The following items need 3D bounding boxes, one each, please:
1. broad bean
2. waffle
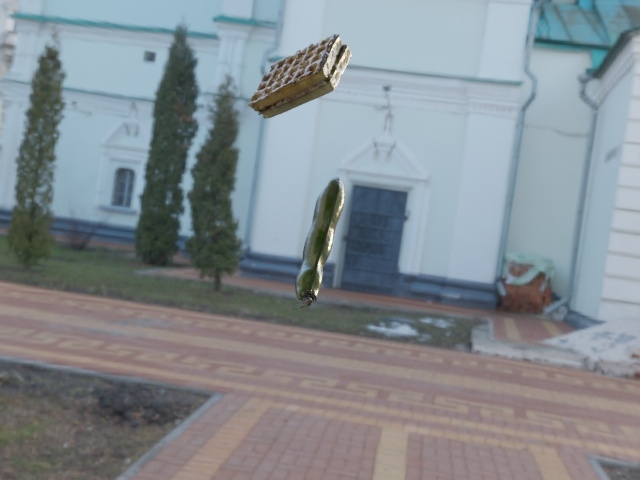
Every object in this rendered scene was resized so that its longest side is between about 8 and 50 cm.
[{"bbox_3d":[-0.001,0.002,1.251,0.046,0.254,0.065,19,-29,-9],"label":"broad bean"},{"bbox_3d":[-0.031,-0.240,1.136,0.148,0.102,0.042,-16,-51,38],"label":"waffle"}]
